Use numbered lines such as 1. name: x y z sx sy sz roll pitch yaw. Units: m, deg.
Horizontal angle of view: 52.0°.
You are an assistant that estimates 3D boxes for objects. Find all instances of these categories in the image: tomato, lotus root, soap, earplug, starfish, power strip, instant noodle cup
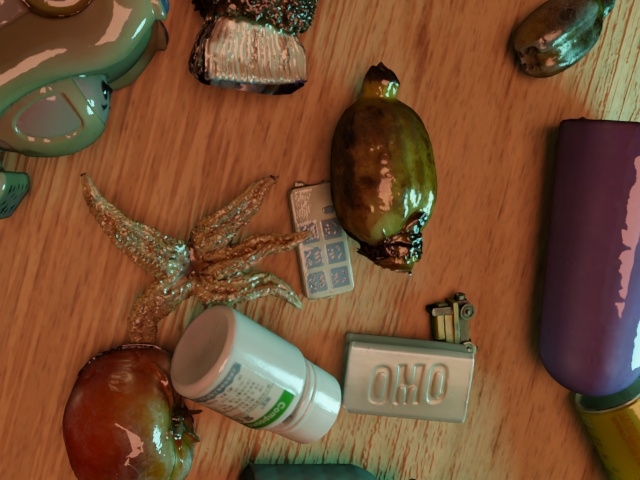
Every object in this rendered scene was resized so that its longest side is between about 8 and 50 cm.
1. tomato: -0.260 0.273 0.907 0.180 0.155 0.214 -15 113 -4
2. lotus root: 0.401 -0.346 1.075 0.192 0.088 0.113 -37 120 -10
3. lotus root: 0.093 -0.105 0.981 0.169 0.141 0.314 -1 88 -47
4. soap: 0.134 0.219 1.049 0.197 0.066 0.119 6 97 -3
5. earplug: 0.472 0.034 1.080 0.215 0.215 0.456 4 98 -16
6. starfish: -0.158 0.012 0.953 0.293 0.084 0.302 -15 107 -10
7. power strip: 0.000 0.000 1.028 0.081 0.035 0.192 -11 99 -14
8. instant noodle cup: 0.569 0.347 1.151 0.215 0.215 0.236 -34 95 -10

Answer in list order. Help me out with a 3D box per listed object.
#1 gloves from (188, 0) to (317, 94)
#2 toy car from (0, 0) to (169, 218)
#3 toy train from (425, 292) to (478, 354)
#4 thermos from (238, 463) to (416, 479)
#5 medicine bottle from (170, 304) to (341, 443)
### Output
1. gloves: -0.079 -0.360 0.916 0.210 0.135 0.313 0 93 -9
2. toy car: -0.332 -0.197 0.807 0.336 0.242 0.226 -32 101 -9
3. toy train: 0.220 0.149 1.100 0.081 0.050 0.122 -7 98 -6
4. thermos: 0.013 0.434 1.029 0.286 0.145 0.182 7 126 -17
5. medicine bottle: -0.087 0.201 0.949 0.237 0.139 0.139 38 85 -36
